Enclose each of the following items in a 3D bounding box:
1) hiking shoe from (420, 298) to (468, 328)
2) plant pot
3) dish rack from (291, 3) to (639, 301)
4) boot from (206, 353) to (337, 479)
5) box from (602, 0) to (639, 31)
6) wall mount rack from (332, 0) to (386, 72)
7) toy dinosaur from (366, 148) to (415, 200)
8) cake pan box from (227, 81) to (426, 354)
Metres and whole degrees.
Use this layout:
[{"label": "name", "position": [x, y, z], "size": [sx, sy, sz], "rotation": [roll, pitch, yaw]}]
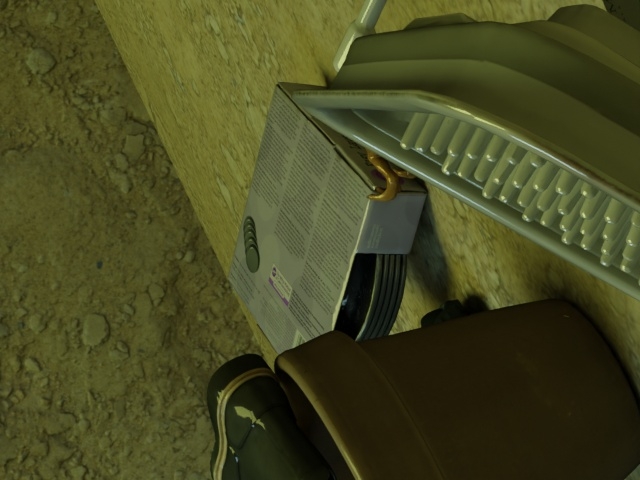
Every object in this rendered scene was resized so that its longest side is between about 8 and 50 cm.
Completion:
[{"label": "hiking shoe", "position": [0.106, 0.166, 1.567], "size": [0.113, 0.132, 0.304], "rotation": [60, 168, 26]}, {"label": "plant pot", "position": [0.119, 0.160, 1.230], "size": [0.263, 0.229, 0.263], "rotation": [60, 168, 23]}, {"label": "dish rack", "position": [0.164, -0.012, 0.702], "size": [0.333, 0.072, 0.285], "rotation": [28, 179, -15]}, {"label": "boot", "position": [-0.028, 0.200, 1.239], "size": [0.137, 0.077, 0.198], "rotation": [49, 163, 40]}, {"label": "box", "position": [0.177, -0.123, 0.664], "size": [0.101, 0.102, 0.087], "rotation": [65, 171, -9]}, {"label": "wall mount rack", "position": [0.001, -0.292, 0.962], "size": [0.350, 0.130, 0.304], "rotation": [-111, -1, -47]}, {"label": "toy dinosaur", "position": [0.062, -0.090, 1.396], "size": [0.211, 0.064, 0.112], "rotation": [50, 160, 54]}, {"label": "cake pan box", "position": [0.000, 0.000, 1.604], "size": [0.267, 0.070, 0.245], "rotation": [50, 133, 53]}]
